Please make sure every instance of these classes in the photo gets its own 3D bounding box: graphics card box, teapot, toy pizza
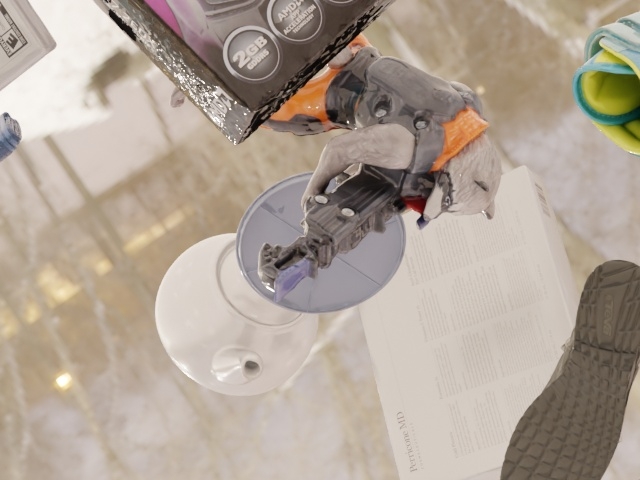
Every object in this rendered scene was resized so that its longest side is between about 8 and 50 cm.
[{"bbox_3d":[-0.107,-0.282,1.196,0.233,0.371,0.094,-43,179,-20],"label":"graphics card box"},{"bbox_3d":[-0.099,0.079,2.209,0.252,0.256,0.187,-22,160,-39],"label":"teapot"},{"bbox_3d":[0.000,0.000,1.841,0.201,0.201,0.032,-33,-150,16],"label":"toy pizza"}]

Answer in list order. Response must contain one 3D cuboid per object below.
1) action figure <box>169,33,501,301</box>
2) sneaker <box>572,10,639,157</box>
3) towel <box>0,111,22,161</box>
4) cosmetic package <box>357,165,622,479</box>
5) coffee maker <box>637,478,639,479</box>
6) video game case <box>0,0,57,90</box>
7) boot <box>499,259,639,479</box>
[{"bbox_3d":[0.021,-0.110,1.501,0.341,0.330,0.178,-49,163,-40],"label":"action figure"},{"bbox_3d":[0.313,-0.204,1.421,0.208,0.319,0.127,-5,143,-8],"label":"sneaker"},{"bbox_3d":[-0.353,-0.079,1.582,0.119,0.029,0.067,-36,-152,3],"label":"towel"},{"bbox_3d":[0.208,0.127,2.087,0.284,0.377,0.097,-21,159,20],"label":"cosmetic package"},{"bbox_3d":[0.511,0.470,2.423,0.171,0.120,0.178,-59,-174,45],"label":"coffee maker"},{"bbox_3d":[-0.340,-0.198,1.288,0.193,0.212,0.023,-31,-175,30],"label":"video game case"},{"bbox_3d":[0.241,0.140,1.379,0.246,0.083,0.161,-65,161,-6],"label":"boot"}]
